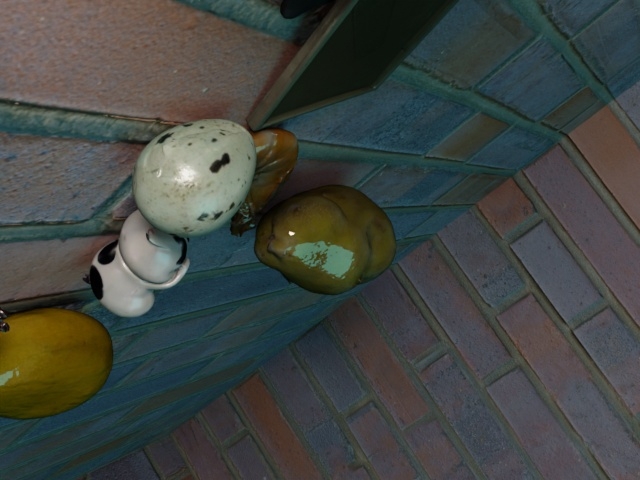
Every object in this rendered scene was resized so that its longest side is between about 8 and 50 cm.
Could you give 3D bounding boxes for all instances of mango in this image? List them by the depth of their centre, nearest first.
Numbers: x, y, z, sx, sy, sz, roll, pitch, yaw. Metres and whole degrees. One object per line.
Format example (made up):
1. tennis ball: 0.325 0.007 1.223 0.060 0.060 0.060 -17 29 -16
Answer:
1. mango: -0.422 0.179 1.142 0.195 0.142 0.331 -39 165 1

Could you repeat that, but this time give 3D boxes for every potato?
1. potato: 0.002 -0.003 1.405 0.218 0.203 0.351 4 -179 30

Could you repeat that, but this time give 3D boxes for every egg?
1. egg: -0.143 -0.080 0.906 0.164 0.131 0.131 -54 177 -24

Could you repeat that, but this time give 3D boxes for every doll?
1. doll: -0.248 0.027 1.080 0.107 0.110 0.180 27 129 -31

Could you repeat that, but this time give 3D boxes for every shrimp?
1. shrimp: -0.120 -0.071 1.137 0.152 0.063 0.287 -24 161 -31

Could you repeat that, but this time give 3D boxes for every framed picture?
1. framed picture: 0.064 -0.249 0.951 0.240 0.020 0.324 -25 171 -35

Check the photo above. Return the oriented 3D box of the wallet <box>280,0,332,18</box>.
1. wallet: 0.087 -0.317 0.805 0.285 0.030 0.146 -28 164 -27

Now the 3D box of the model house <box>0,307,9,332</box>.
1. model house: -0.463 0.100 0.846 0.203 0.141 0.164 -13 -169 2
